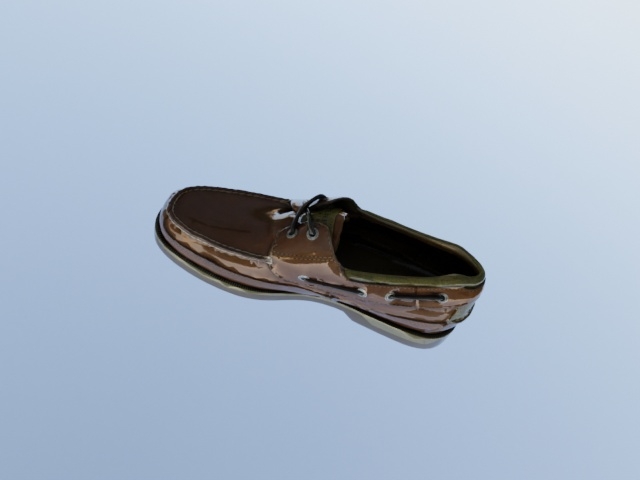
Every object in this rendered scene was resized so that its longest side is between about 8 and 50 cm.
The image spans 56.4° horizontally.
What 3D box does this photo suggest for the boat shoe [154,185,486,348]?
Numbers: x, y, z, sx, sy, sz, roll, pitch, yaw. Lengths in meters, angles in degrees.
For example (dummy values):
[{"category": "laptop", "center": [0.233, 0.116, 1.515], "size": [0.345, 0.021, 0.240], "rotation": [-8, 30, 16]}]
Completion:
[{"category": "boat shoe", "center": [0.000, 0.000, 0.554], "size": [0.307, 0.104, 0.111], "rotation": [16, -128, -4]}]
